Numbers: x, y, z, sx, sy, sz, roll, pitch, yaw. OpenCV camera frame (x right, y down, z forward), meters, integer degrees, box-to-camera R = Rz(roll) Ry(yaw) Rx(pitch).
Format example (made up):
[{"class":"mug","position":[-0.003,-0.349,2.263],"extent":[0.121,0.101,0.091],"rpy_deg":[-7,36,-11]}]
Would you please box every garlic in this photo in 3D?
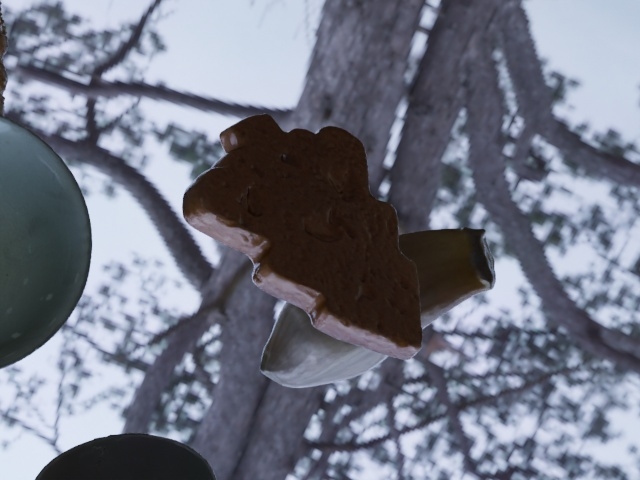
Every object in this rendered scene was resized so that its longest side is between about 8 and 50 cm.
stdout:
[{"class":"garlic","position":[0.070,0.076,1.476],"extent":[0.112,0.318,0.143],"rpy_deg":[40,-153,-41]}]

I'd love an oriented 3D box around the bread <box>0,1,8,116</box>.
[{"class":"bread","position":[-0.610,-0.274,1.761],"extent":[0.279,0.207,0.279],"rpy_deg":[51,-154,-56]}]

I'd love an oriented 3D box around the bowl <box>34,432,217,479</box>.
[{"class":"bowl","position":[-0.297,0.436,1.854],"extent":[0.287,0.143,0.287],"rpy_deg":[1,-150,-1]}]

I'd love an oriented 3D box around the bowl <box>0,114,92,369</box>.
[{"class":"bowl","position":[-0.429,0.012,1.385],"extent":[0.314,0.313,0.146],"rpy_deg":[17,159,-19]}]

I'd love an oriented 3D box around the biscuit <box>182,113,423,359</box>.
[{"class":"biscuit","position":[0.000,0.000,1.257],"extent":[0.284,0.043,0.306],"rpy_deg":[-23,-107,-50]}]
